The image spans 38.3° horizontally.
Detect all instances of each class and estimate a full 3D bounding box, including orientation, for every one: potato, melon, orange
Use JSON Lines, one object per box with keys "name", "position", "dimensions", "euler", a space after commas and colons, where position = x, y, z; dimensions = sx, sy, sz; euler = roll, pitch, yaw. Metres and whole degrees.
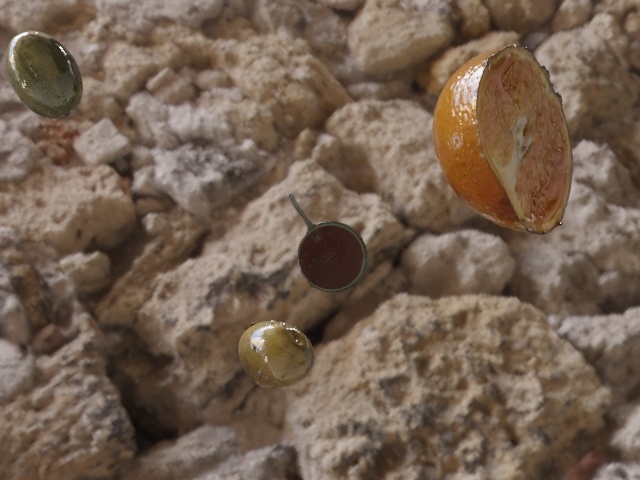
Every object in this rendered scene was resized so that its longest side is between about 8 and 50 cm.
{"name": "potato", "position": [-0.087, 0.217, 1.759], "dimensions": [0.137, 0.137, 0.176], "euler": [-31, 6, -20]}
{"name": "melon", "position": [-0.394, -0.236, 1.313], "dimensions": [0.098, 0.131, 0.098], "euler": [-29, 14, 8]}
{"name": "orange", "position": [0.318, -0.159, 1.527], "dimensions": [0.274, 0.310, 0.274], "euler": [-57, 11, 18]}

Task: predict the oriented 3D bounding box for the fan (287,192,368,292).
{"name": "fan", "position": [0.000, 0.000, 1.084], "dimensions": [0.085, 0.133, 0.005], "euler": [-35, 3, 8]}
